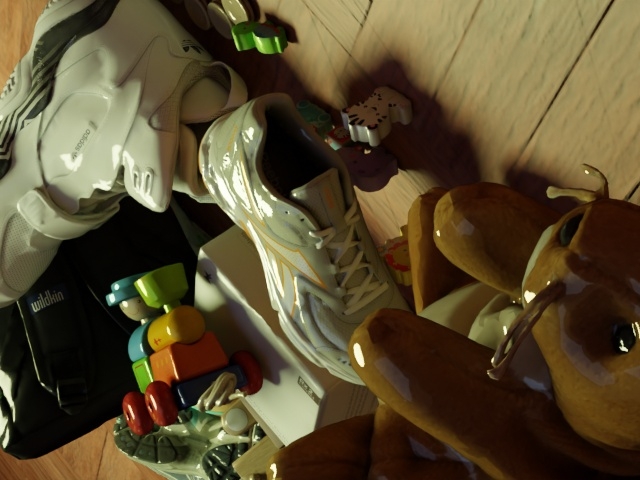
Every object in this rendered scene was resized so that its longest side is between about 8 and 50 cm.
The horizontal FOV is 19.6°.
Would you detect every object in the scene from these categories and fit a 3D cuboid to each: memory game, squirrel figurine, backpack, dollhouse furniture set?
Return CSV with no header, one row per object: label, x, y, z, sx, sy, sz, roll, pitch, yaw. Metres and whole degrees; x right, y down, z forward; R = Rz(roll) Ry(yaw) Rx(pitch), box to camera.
memory game,-0.115,-0.254,1.580,0.186,0.012,0.186,43,154,26
squirrel figurine,0.215,0.119,1.206,0.397,0.281,0.370,43,148,-8
backpack,-0.271,0.015,1.933,0.355,0.290,0.273,59,172,8
dollhouse furniture set,-0.075,0.189,1.875,0.144,0.123,0.151,52,-167,8

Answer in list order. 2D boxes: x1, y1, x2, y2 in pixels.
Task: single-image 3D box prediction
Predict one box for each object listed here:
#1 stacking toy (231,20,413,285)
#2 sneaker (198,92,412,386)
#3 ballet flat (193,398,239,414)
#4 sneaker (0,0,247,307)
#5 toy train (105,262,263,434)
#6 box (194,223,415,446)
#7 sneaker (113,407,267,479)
stacking toy,0.006,-0.076,1.534,0.221,0.052,0.167,35,150,41
sneaker,0.000,0.000,1.468,0.262,0.099,0.121,54,156,2
ballet flat,-0.158,0.135,2.116,0.232,0.080,0.073,21,125,51
sneaker,-0.201,-0.053,1.685,0.210,0.137,0.366,39,114,25
toy train,-0.120,0.084,1.648,0.143,0.105,0.248,69,158,4
box,-0.019,0.082,1.710,0.181,0.119,0.182,48,156,18
sneaker,-0.095,0.254,2.113,0.283,0.110,0.122,21,163,29
